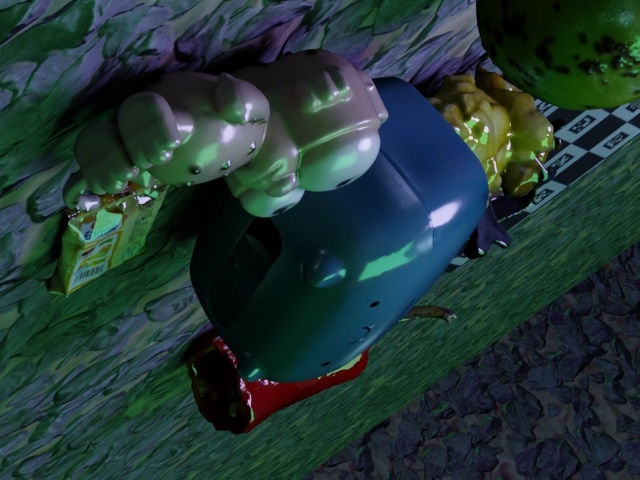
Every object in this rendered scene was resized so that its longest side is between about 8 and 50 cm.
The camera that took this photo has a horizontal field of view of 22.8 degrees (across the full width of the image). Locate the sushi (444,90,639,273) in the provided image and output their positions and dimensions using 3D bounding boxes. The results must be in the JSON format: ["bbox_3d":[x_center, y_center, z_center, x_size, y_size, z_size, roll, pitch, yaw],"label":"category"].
[{"bbox_3d":[0.214,-0.097,1.988,0.359,0.064,0.343,-38,157,21],"label":"sushi"}]

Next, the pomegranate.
[{"bbox_3d":[0.218,-0.227,1.330,0.211,0.211,0.263,-40,126,8],"label":"pomegranate"}]

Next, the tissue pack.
[{"bbox_3d":[0.000,0.000,1.442,0.206,0.198,0.287,-29,166,-38],"label":"tissue pack"}]

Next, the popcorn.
[{"bbox_3d":[0.144,-0.102,1.641,0.195,0.173,0.168,-28,145,-5],"label":"popcorn"}]

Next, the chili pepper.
[{"bbox_3d":[-0.007,0.125,2.000,0.338,0.134,0.131,-24,172,-34],"label":"chili pepper"}]

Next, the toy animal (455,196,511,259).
[{"bbox_3d":[0.120,-0.008,1.879,0.210,0.121,0.117,-25,169,30],"label":"toy animal"}]

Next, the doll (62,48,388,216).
[{"bbox_3d":[-0.068,-0.077,1.191,0.154,0.119,0.278,-31,169,41],"label":"doll"}]

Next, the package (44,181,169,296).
[{"bbox_3d":[-0.175,-0.008,1.316,0.108,0.031,0.121,-30,160,-35],"label":"package"}]
